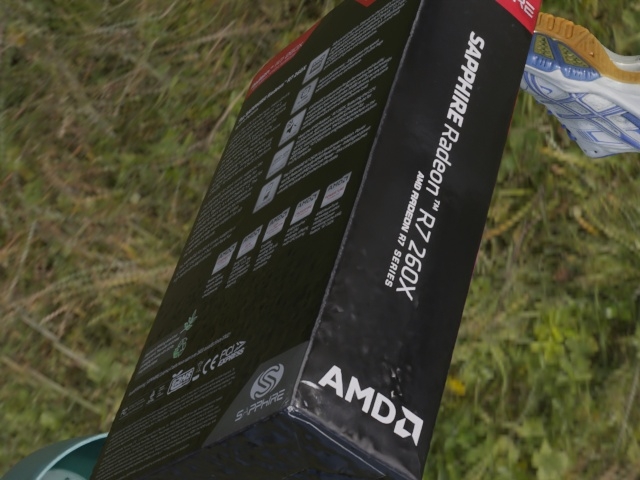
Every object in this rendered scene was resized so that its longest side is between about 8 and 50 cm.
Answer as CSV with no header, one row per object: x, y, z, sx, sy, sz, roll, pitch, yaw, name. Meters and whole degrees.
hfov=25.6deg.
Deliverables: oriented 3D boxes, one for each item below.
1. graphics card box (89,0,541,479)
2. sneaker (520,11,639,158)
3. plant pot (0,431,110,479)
0.000,0.000,0.866,0.094,0.371,0.233,36,140,-21,graphics card box
0.280,-0.149,1.514,0.296,0.112,0.131,20,131,5,sneaker
-0.299,0.381,1.774,0.235,0.293,0.293,-7,118,56,plant pot
